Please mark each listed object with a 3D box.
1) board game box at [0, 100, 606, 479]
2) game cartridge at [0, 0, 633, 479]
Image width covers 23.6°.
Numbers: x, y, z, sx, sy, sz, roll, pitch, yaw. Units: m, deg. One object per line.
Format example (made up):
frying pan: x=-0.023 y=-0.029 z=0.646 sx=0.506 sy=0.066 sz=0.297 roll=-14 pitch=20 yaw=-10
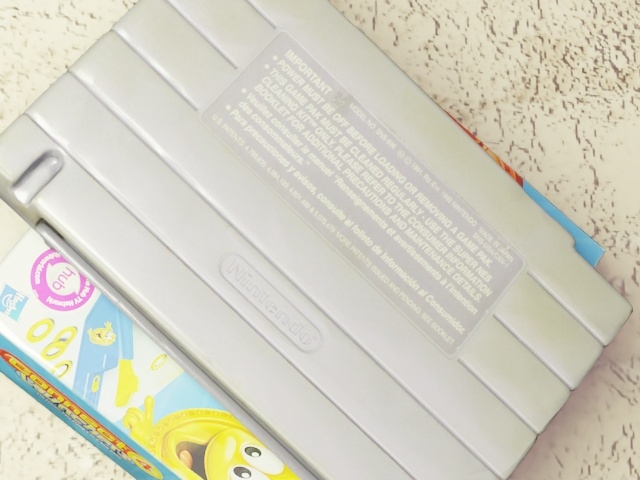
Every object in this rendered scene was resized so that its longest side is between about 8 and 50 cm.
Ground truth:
board game box: x=-0.019 y=0.030 z=0.985 sx=0.302 sy=0.086 sz=0.308 roll=40 pitch=68 yaw=-7
game cartridge: x=0.000 y=0.000 z=0.921 sx=0.355 sy=0.068 sz=0.230 roll=44 pitch=64 yaw=-5
